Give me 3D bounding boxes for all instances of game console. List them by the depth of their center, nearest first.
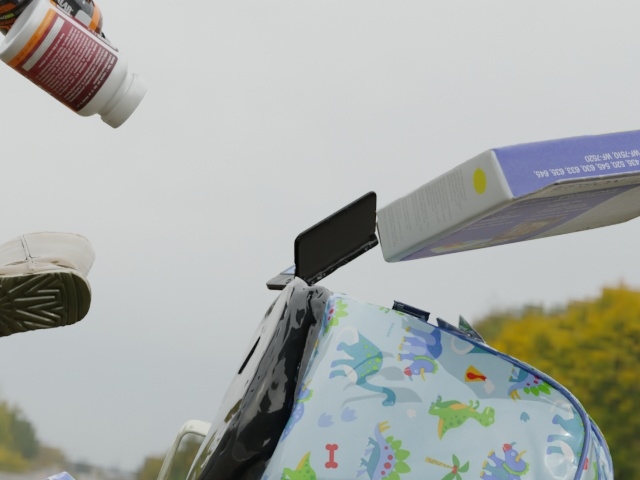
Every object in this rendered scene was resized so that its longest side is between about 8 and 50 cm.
[{"bbox_3d":[0.000,0.000,1.950,0.122,0.071,0.107,-31,17,-30],"label":"game console"}]

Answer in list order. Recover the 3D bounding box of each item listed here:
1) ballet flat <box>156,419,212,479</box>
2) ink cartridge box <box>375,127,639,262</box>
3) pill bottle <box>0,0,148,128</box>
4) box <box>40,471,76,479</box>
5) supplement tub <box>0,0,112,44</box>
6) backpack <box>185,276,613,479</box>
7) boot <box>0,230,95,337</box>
[{"bbox_3d":[-0.067,0.244,1.889,0.182,0.483,0.164,43,18,2],"label":"ballet flat"},{"bbox_3d":[0.250,-0.058,1.617,0.304,0.072,0.307,-8,-11,-28],"label":"ink cartridge box"},{"bbox_3d":[-0.267,-0.190,1.913,0.152,0.086,0.086,36,-19,-20],"label":"pill bottle"},{"bbox_3d":[-0.328,0.510,2.224,0.395,0.212,0.293,31,29,33],"label":"box"},{"bbox_3d":[-0.318,-0.264,2.001,0.106,0.106,0.198,2,-33,38],"label":"supplement tub"},{"bbox_3d":[0.087,0.207,1.618,0.356,0.290,0.273,30,-29,-6],"label":"backpack"},{"bbox_3d":[-0.377,0.050,2.046,0.236,0.089,0.269,1,11,-10],"label":"boot"}]
